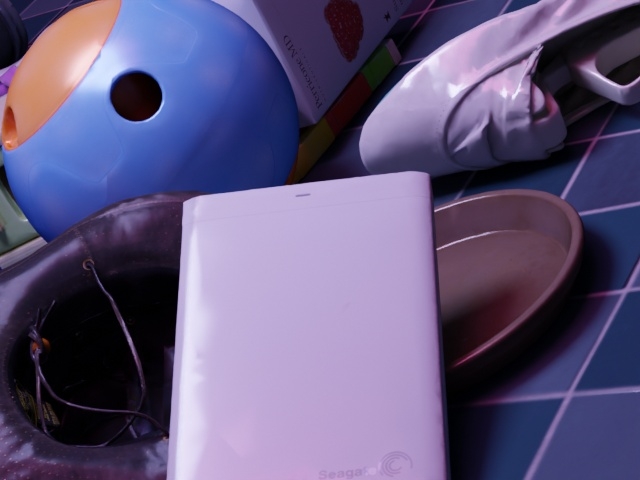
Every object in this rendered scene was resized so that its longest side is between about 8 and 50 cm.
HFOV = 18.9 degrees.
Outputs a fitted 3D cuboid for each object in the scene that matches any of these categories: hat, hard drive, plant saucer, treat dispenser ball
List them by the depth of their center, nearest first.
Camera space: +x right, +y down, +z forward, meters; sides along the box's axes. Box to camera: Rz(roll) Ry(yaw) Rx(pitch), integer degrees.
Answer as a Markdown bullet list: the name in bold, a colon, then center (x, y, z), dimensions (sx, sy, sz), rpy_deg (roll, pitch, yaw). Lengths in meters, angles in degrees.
- **hard drive**: center (-0.009, 0.079, 1.458), dimensions (0.203, 0.040, 0.307), rpy_deg (-7, 47, 7)
- **hat**: center (-0.144, 0.121, 1.569), dimensions (0.331, 0.134, 0.331), rpy_deg (-7, 48, 7)
- **plant saucer**: center (0.093, 0.053, 1.577), dimensions (0.278, 0.041, 0.278), rpy_deg (-24, 24, 11)
- **treat dispenser ball**: center (-0.163, -0.100, 1.860), dimensions (0.288, 0.288, 0.288), rpy_deg (-25, 24, 12)

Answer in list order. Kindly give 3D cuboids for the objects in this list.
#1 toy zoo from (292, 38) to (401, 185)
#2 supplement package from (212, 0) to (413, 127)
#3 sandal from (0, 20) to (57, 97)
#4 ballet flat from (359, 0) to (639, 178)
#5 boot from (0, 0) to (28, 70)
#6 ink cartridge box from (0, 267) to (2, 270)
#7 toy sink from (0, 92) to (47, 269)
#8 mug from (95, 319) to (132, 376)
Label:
- **toy zoo**: center (-0.056, -0.116, 2.091), dimensions (0.192, 0.030, 0.293), rpy_deg (-8, 32, 40)
- **supplement package**: center (-0.052, -0.250, 2.085), dimensions (0.175, 0.177, 0.293), rpy_deg (-12, 27, 34)
- **sandal**: center (-0.340, -0.148, 2.327), dimensions (0.102, 0.169, 0.416), rpy_deg (-43, 15, -35)
- **ballet flat**: center (0.224, -0.152, 1.751), dimensions (0.400, 0.139, 0.139), rpy_deg (-29, 24, -1)
- **boot**: center (-0.652, -0.161, 2.705), dimensions (0.367, 0.146, 0.445), rpy_deg (-20, 20, 45)
- **ink cartridge box**: center (-0.390, 0.075, 1.795), dimensions (0.151, 0.270, 0.395), rpy_deg (-26, 24, 5)
- **toy sink**: center (-0.367, -0.061, 2.187), dimensions (0.234, 0.153, 0.131), rpy_deg (-24, 25, 11)
- **mug**: center (-0.160, 0.079, 1.690), dimensions (0.150, 0.113, 0.169), rpy_deg (39, 97, 33)
